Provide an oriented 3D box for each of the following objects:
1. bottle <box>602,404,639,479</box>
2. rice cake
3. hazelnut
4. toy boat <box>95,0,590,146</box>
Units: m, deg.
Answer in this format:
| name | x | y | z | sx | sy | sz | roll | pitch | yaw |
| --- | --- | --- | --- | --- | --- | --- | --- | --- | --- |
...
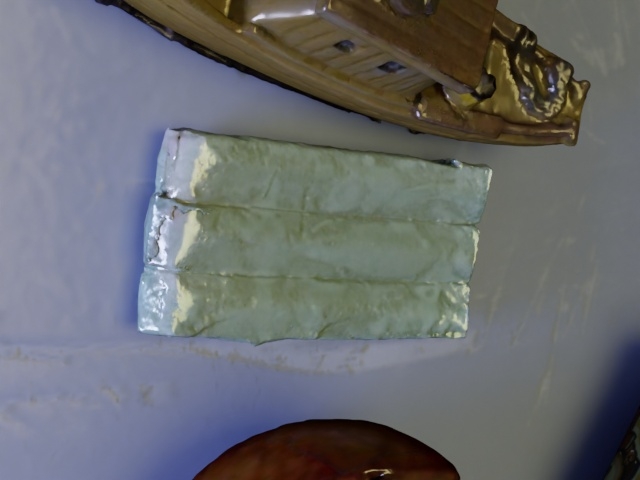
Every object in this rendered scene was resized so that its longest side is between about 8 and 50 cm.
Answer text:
| name | x | y | z | sx | sy | sz | roll | pitch | yaw |
| --- | --- | --- | --- | --- | --- | --- | --- | --- | --- |
| bottle | 0.237 | 0.249 | 0.679 | 0.171 | 0.172 | 0.351 | 41 | 74 | -29 |
| rice cake | 0.000 | 0.000 | 0.576 | 0.211 | 0.038 | 0.124 | 9 | 89 | -33 |
| hazelnut | -0.005 | 0.192 | 0.521 | 0.170 | 0.161 | 0.201 | -6 | 92 | -34 |
| toy boat | 0.026 | -0.119 | 0.535 | 0.321 | 0.121 | 0.089 | 20 | 79 | -33 |
